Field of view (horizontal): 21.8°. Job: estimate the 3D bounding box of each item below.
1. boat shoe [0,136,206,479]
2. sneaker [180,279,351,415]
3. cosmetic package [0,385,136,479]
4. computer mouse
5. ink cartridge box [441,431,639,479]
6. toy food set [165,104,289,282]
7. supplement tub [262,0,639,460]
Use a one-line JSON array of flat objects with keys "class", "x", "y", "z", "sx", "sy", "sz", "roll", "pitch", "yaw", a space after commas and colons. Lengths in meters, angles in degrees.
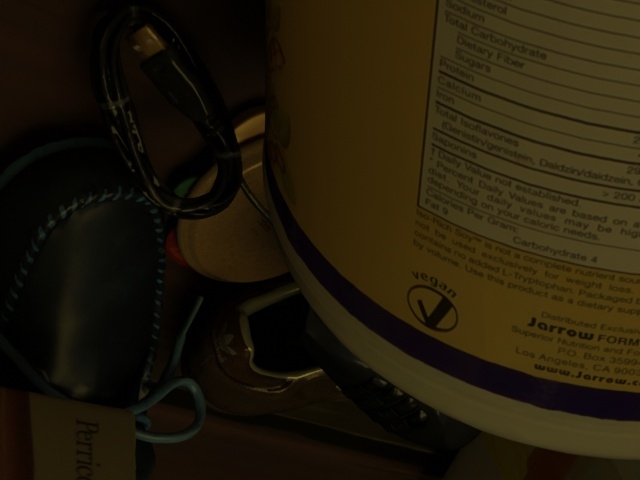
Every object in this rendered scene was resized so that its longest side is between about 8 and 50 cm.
[{"class": "boat shoe", "x": -0.097, "y": 0.078, "z": 0.678, "sx": 0.109, "sy": 0.089, "sz": 0.258, "roll": -11, "pitch": 134, "yaw": -24}, {"class": "sneaker", "x": 0.035, "y": 0.037, "z": 0.726, "sx": 0.188, "sy": 0.066, "sz": 0.071, "roll": -15, "pitch": 169, "yaw": -19}, {"class": "cosmetic package", "x": -0.215, "y": 0.118, "z": 0.526, "sx": 0.296, "sy": 0.153, "sz": 0.129, "roll": 13, "pitch": 126, "yaw": -19}, {"class": "computer mouse", "x": 0.000, "y": 0.000, "z": 0.636, "sx": 0.242, "sy": 0.041, "sz": 0.071, "roll": 45, "pitch": 66, "yaw": -30}, {"class": "ink cartridge box", "x": 0.219, "y": 0.148, "z": 0.888, "sx": 0.279, "sy": 0.160, "sz": 0.384, "roll": -3, "pitch": 137, "yaw": -30}, {"class": "toy food set", "x": -0.025, "y": -0.015, "z": 0.687, "sx": 0.082, "sy": 0.020, "sz": 0.083, "roll": -46, "pitch": 140, "yaw": 16}, {"class": "supplement tub", "x": 0.102, "y": -0.121, "z": 0.488, "sx": 0.241, "sy": 0.241, "sz": 0.331, "roll": -17, "pitch": 138, "yaw": -18}]
